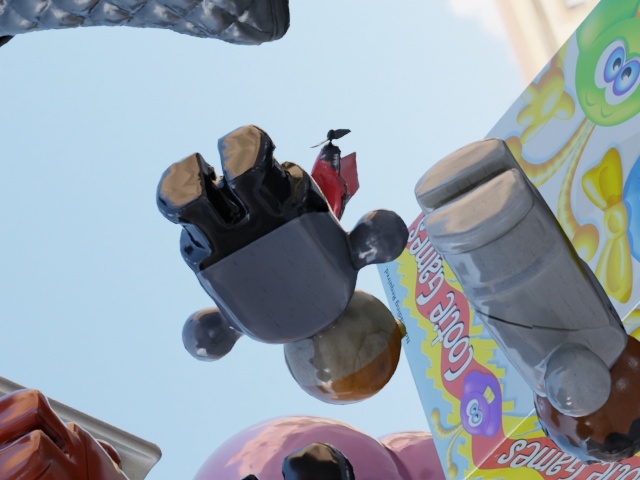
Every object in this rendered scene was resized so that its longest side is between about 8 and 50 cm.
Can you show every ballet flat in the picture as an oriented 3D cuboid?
[{"bbox_3d":[-0.085,-0.070,0.571,0.057,0.173,0.049,-37,-67,-47],"label":"ballet flat"}]

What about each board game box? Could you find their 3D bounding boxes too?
[{"bbox_3d":[0.169,-0.013,0.796,0.142,0.275,0.144,15,-140,-32],"label":"board game box"}]

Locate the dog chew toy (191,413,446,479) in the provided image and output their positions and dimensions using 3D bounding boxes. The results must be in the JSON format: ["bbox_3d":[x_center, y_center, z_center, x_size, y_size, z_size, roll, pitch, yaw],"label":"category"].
[{"bbox_3d":[0.058,0.238,1.429,0.332,0.206,0.206,2,-118,-30],"label":"dog chew toy"}]

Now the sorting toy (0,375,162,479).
[{"bbox_3d":[-0.233,0.184,1.196,0.193,0.208,0.038,28,-163,-28],"label":"sorting toy"}]

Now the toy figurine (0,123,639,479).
[{"bbox_3d":[0.006,0.074,0.644,0.148,0.213,0.209,55,-125,-33],"label":"toy figurine"}]

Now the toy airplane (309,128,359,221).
[{"bbox_3d":[0.000,0.000,1.161,0.151,0.028,0.151,16,-90,-71],"label":"toy airplane"}]
